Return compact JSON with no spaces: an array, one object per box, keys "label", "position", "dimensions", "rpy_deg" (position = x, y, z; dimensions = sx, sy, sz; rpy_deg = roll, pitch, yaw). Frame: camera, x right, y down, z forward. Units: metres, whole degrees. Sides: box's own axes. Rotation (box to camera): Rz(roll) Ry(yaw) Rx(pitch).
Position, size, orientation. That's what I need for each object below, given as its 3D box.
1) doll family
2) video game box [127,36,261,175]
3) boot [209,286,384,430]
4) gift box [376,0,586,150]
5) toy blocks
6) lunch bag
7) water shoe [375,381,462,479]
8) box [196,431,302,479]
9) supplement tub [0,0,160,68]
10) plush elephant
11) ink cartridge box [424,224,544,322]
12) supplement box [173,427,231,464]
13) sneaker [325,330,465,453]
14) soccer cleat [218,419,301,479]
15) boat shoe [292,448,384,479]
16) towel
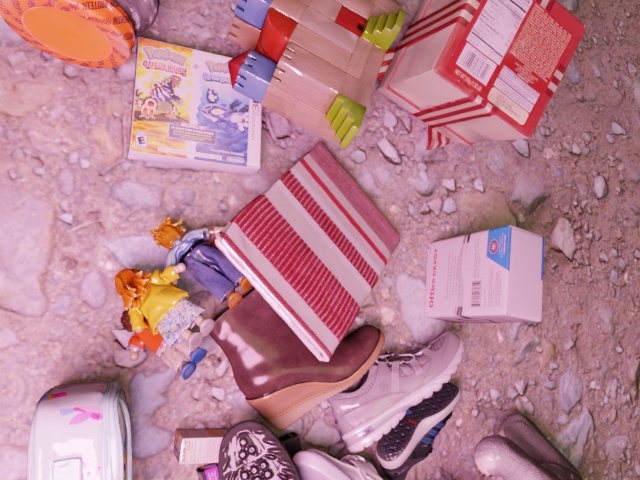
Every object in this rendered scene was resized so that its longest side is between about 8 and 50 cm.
[{"label":"doll family","position":[-0.189,0.050,0.711],"dimensions":[0.163,0.118,0.263],"rpy_deg":[32,66,18]},{"label":"video game box","position":[-0.195,-0.211,0.809],"dimensions":[0.205,0.048,0.187],"rpy_deg":[4,77,-24]},{"label":"boot","position":[-0.031,0.150,0.796],"dimensions":[0.248,0.090,0.207],"rpy_deg":[-33,98,-22]},{"label":"gift box","position":[0.258,-0.317,0.924],"dimensions":[0.255,0.258,0.277],"rpy_deg":[33,89,-18]},{"label":"toy blocks","position":[-0.025,-0.339,0.825],"dimensions":[0.260,0.191,0.382],"rpy_deg":[26,56,-10]},{"label":"lunch bag","position":[-0.275,0.313,0.585],"dimensions":[0.107,0.224,0.280],"rpy_deg":[-1,81,-24]},{"label":"water shoe","position":[0.174,0.330,0.884],"dimensions":[0.203,0.072,0.080],"rpy_deg":[-33,123,-27]},{"label":"box","position":[-0.096,0.377,0.763],"dimensions":[0.162,0.029,0.116],"rpy_deg":[-12,87,-27]},{"label":"supplement tub","position":[-0.314,-0.435,0.704],"dimensions":[0.207,0.207,0.339],"rpy_deg":[14,75,-22]},{"label":"plush elephant","position":[0.353,0.501,0.847],"dimensions":[0.330,0.271,0.255],"rpy_deg":[42,104,21]},{"label":"ink cartridge box","position":[0.284,0.068,0.892],"dimensions":[0.085,0.203,0.148],"rpy_deg":[13,76,-24]},{"label":"supplement box","position":[-0.159,0.298,0.730],"dimensions":[0.098,0.062,0.036],"rpy_deg":[8,79,-22]},{"label":"sneaker","position":[0.131,0.225,0.848],"dimensions":[0.281,0.105,0.115],"rpy_deg":[-32,76,-27]},{"label":"soccer cleat","position":[-0.052,0.395,0.711],"dimensions":[0.108,0.116,0.319],"rpy_deg":[-28,92,-8]},{"label":"boat shoe","position":[0.049,0.385,0.791],"dimensions":[0.258,0.095,0.084],"rpy_deg":[50,39,-27]},{"label":"towel","position":[0.000,0.000,0.796],"dimensions":[0.237,0.037,0.329],"rpy_deg":[49,41,-9]}]
